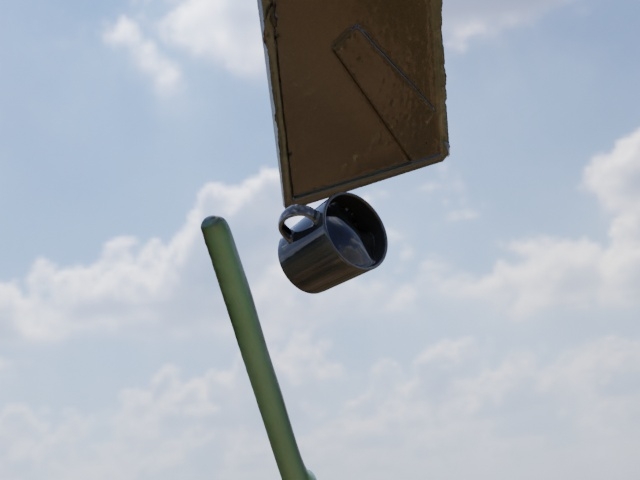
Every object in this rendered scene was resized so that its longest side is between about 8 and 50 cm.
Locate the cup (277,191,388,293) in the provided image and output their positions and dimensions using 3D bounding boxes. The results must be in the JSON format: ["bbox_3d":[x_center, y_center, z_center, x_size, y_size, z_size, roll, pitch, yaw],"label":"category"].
[{"bbox_3d":[0.000,0.000,1.254,0.100,0.078,0.077,31,-41,-27],"label":"cup"}]

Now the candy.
[{"bbox_3d":[-0.015,0.124,0.663,0.083,0.305,0.091,-26,24,-24],"label":"candy"}]

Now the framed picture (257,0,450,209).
[{"bbox_3d":[0.039,-0.182,1.389,0.209,0.281,0.019,-17,31,-22],"label":"framed picture"}]
